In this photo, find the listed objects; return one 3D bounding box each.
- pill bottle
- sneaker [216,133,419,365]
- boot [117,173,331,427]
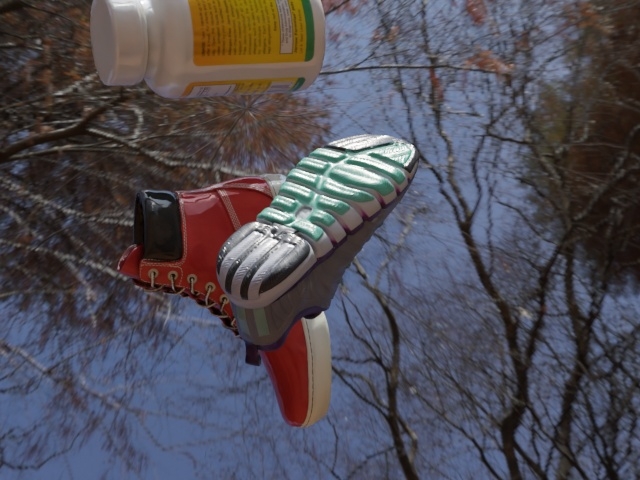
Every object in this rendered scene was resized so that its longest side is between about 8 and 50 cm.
[{"bbox_3d":[-0.110,-0.198,0.953,0.208,0.117,0.118,-8,-81,-27],"label":"pill bottle"},{"bbox_3d":[0.000,0.000,0.772,0.083,0.223,0.098,25,-44,29],"label":"sneaker"},{"bbox_3d":[-0.092,0.065,0.900,0.176,0.088,0.244,-10,-100,-29],"label":"boot"}]
